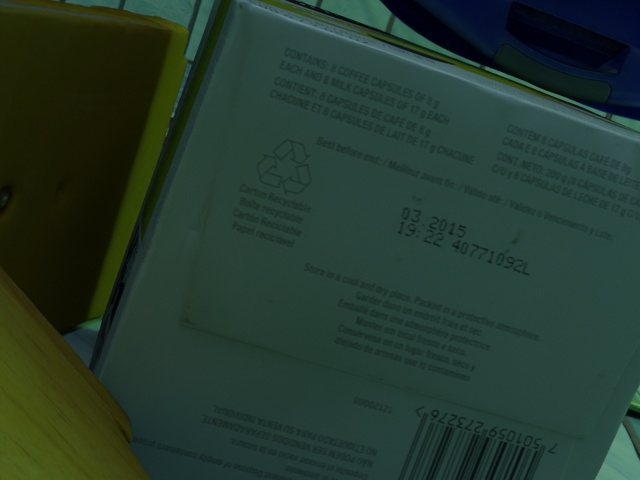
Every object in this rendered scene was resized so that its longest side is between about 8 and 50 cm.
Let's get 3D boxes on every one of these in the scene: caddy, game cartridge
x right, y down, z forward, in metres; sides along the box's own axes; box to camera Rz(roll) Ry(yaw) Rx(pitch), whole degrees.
[{"bbox_3d":[0.202,-0.195,0.845,0.341,0.179,0.241,22,-12,1],"label":"caddy"},{"bbox_3d":[-0.221,-0.046,0.858,0.053,0.285,0.324,23,13,13],"label":"game cartridge"}]

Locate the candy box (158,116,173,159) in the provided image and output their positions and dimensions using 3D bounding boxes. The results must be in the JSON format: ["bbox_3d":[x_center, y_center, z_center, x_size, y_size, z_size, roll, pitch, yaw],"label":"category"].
[{"bbox_3d":[-0.266,-0.168,1.804,0.109,0.053,0.186,15,13,-20],"label":"candy box"}]

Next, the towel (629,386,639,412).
[{"bbox_3d":[0.379,0.191,1.345,0.152,0.023,0.113,20,15,-5],"label":"towel"}]

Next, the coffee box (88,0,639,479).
[{"bbox_3d":[0.030,0.017,0.838,0.338,0.338,0.334,18,13,-11],"label":"coffee box"}]

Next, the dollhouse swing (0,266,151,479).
[{"bbox_3d":[-0.268,0.147,0.456,0.315,0.305,0.347,56,-1,-24],"label":"dollhouse swing"}]
